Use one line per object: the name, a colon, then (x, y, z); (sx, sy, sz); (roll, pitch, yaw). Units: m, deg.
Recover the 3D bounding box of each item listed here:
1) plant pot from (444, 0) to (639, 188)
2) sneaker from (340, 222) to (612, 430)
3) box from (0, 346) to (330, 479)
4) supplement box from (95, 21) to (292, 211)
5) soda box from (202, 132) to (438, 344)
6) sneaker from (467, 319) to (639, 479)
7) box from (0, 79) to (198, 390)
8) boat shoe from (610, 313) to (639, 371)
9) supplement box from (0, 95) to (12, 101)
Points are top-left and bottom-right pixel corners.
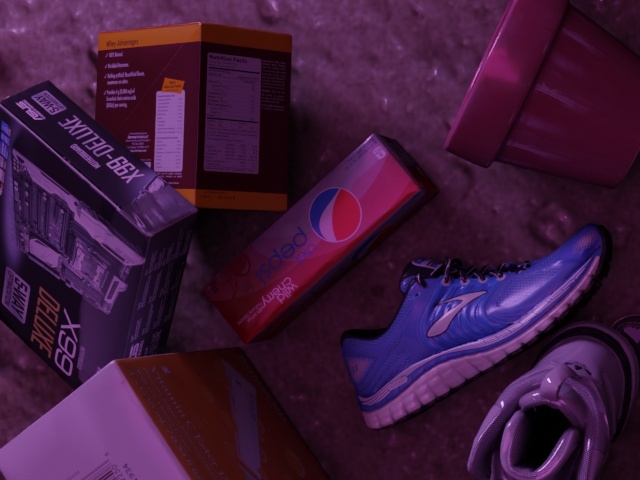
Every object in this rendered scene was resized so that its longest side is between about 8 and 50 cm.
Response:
plant pot: (0.248, -0.147, 1.757); (0.180, 0.201, 0.201); (26, 97, 2)
sneaker: (0.157, 0.067, 1.807); (0.330, 0.130, 0.147); (-32, 82, 15)
box: (-0.149, 0.249, 1.789); (0.168, 0.345, 0.215); (-38, 79, 13)
supplement box: (-0.142, -0.131, 1.867); (0.191, 0.129, 0.194); (3, 90, 48)
soda box: (0.000, 0.000, 1.877); (0.263, 0.092, 0.083); (-42, 78, 13)
sneaker: (0.207, 0.265, 1.733); (0.137, 0.210, 0.366); (22, 104, 18)
box: (-0.264, 0.016, 1.874); (0.242, 0.076, 0.307); (41, 138, 22)
boat shoe: (0.389, 0.135, 1.763); (0.206, 0.065, 0.075); (29, 101, 17)
supplement box: (-0.380, -0.127, 2.028); (0.083, 0.043, 0.055); (-33, 81, 16)
